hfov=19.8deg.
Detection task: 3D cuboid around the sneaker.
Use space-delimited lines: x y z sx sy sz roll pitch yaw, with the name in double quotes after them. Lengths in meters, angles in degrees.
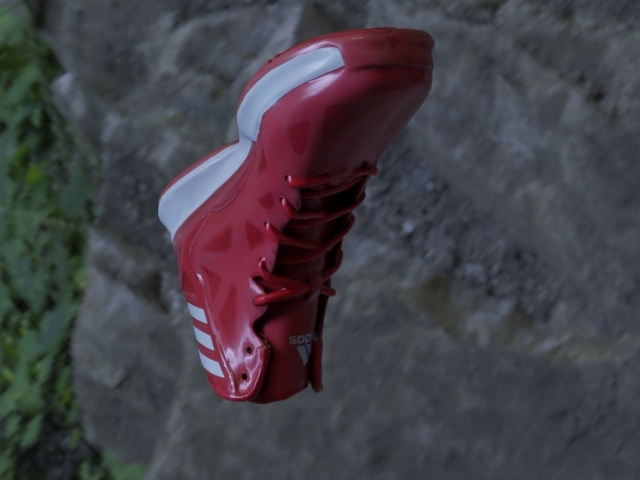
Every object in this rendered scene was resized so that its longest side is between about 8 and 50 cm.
0.000 0.000 0.837 0.221 0.087 0.128 135 126 -58 "sneaker"
